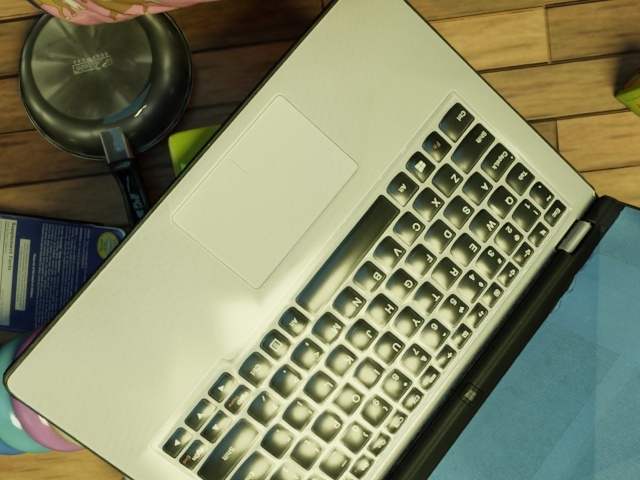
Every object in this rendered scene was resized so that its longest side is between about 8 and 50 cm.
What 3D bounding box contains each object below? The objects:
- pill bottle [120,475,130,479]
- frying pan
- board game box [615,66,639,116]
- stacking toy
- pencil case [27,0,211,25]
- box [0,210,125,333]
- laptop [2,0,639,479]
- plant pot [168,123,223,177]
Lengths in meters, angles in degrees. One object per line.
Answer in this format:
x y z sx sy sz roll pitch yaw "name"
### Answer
-0.167 0.228 0.565 0.087 0.087 0.160 27 94 -1 "pill bottle"
-0.249 -0.124 0.547 0.197 0.053 0.327 7 85 1 "frying pan"
0.415 -0.120 0.523 0.181 0.092 0.043 38 95 -1 "board game box"
-0.355 0.180 0.536 0.330 0.141 0.141 -19 94 14 "stacking toy"
-0.106 -0.253 0.369 0.385 0.160 0.167 15 54 37 "pencil case"
-0.337 0.039 0.580 0.225 0.036 0.137 7 94 0 "box"
0.084 0.077 0.272 0.408 0.236 0.382 41 83 -9 "laptop"
0.000 0.000 0.483 0.207 0.227 0.229 -15 93 -4 "plant pot"
